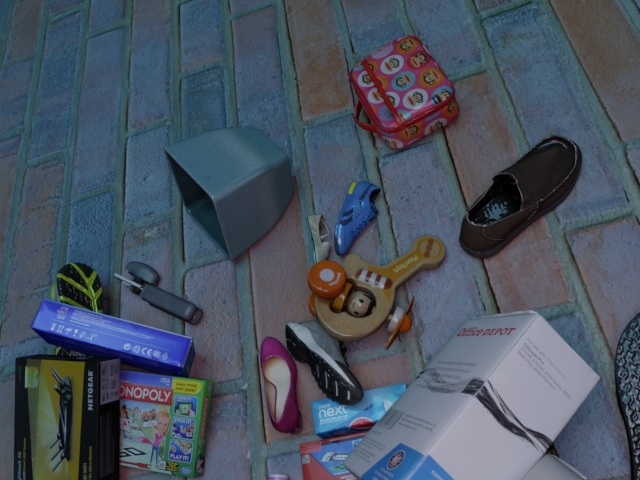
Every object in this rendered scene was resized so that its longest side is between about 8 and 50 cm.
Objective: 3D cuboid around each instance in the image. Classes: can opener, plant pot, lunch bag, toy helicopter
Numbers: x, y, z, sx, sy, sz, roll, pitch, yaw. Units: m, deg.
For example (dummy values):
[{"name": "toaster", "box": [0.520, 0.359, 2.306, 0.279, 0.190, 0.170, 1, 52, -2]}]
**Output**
[{"name": "can opener", "box": [-0.420, 0.127, 1.608, 0.284, 0.076, 0.095, 19, 71, 26]}, {"name": "plant pot", "box": [-0.213, -0.150, 1.599, 0.252, 0.247, 0.248, -33, 55, -20]}, {"name": "lunch bag", "box": [0.206, -0.393, 1.655, 0.258, 0.120, 0.293, -29, 56, 7]}, {"name": "toy helicopter", "box": [0.154, 0.105, 1.377, 0.355, 0.140, 0.235, -32, 60, -21]}]

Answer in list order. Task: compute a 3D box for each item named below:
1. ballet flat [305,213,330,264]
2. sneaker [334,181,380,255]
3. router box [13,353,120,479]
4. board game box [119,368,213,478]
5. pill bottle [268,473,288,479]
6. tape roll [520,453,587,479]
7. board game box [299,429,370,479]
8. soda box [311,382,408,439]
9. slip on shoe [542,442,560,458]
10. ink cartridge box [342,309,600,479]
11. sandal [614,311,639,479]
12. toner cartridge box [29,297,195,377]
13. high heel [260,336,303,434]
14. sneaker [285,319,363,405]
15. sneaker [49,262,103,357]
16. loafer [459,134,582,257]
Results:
[{"name": "ballet flat", "box": [0.000, 0.000, 1.544, 0.053, 0.057, 0.168, -12, 59, 1]}, {"name": "sneaker", "box": [0.094, -0.055, 1.532, 0.082, 0.069, 0.209, 12, 67, 20]}, {"name": "router box", "box": [-0.583, 0.422, 1.410, 0.243, 0.081, 0.308, -2, 87, 21]}, {"name": "board game box", "box": [-0.410, 0.416, 1.429, 0.318, 0.046, 0.213, 1, 81, 20]}, {"name": "pill bottle", "box": [-0.091, 0.536, 1.287, 0.044, 0.043, 0.083, -5, 62, 16]}, {"name": "tape roll", "box": [0.281, 0.512, 0.968, 0.072, 0.392, 0.392, 34, 78, 31]}, {"name": "board game box", "box": [0.100, 0.469, 1.268, 0.282, 0.027, 0.145, -15, 60, 11]}, {"name": "soda box", "box": [0.092, 0.364, 1.304, 0.210, 0.067, 0.071, -15, 59, 12]}, {"name": "slip on shoe", "box": [0.427, 0.414, 1.178, 0.041, 0.052, 0.135, -37, 56, 46]}, {"name": "ink cartridge box", "box": [0.256, 0.326, 1.099, 0.166, 0.285, 0.395, 45, 75, -2]}, {"name": "sandal", "box": [0.628, 0.331, 1.128, 0.168, 0.107, 0.445, 3, 76, 19]}, {"name": "toner cartridge box", "box": [-0.474, 0.235, 1.436, 0.348, 0.165, 0.075, 16, 67, -2]}, {"name": "high heel", "box": [-0.102, 0.312, 1.369, 0.082, 0.117, 0.244, -19, 58, 9]}, {"name": "sneaker", "box": [0.020, 0.251, 1.340, 0.108, 0.100, 0.271, -17, 33, -23]}, {"name": "sneaker", "box": [-0.624, 0.256, 1.593, 0.147, 0.145, 0.384, -36, 58, 45]}, {"name": "loafer", "box": [0.462, -0.113, 1.397, 0.366, 0.130, 0.134, -46, 58, -9]}]
